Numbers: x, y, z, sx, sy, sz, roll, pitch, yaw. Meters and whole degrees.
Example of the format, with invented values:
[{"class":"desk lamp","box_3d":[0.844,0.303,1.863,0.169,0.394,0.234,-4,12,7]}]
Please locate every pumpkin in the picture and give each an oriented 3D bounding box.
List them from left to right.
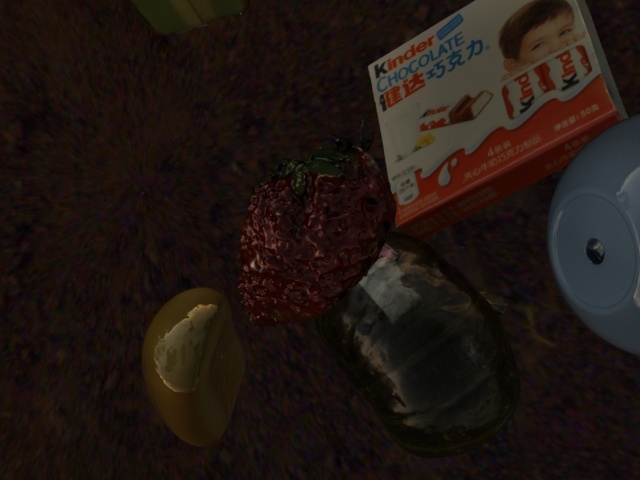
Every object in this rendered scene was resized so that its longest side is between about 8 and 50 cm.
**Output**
[{"class":"pumpkin","box_3d":[0.114,0.104,1.229,0.189,0.260,0.260,-34,97,-4]}]

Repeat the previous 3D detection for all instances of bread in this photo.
[{"class":"bread","box_3d":[-0.099,-0.217,0.749,0.074,0.084,0.139,-14,69,8]},{"class":"bread","box_3d":[-0.151,0.145,1.334,0.098,0.217,0.147,8,58,10]}]

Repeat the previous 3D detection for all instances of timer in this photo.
[{"class":"timer","box_3d":[0.251,-0.006,0.758,0.255,0.175,0.175,-5,94,-53]}]

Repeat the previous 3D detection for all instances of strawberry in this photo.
[{"class":"strawberry","box_3d":[0.001,-0.003,0.980,0.192,0.140,0.085,-47,54,-3]}]

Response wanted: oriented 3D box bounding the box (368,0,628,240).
[{"class":"box","box_3d":[0.189,-0.165,1.303,0.273,0.264,0.048,-30,136,25]}]
